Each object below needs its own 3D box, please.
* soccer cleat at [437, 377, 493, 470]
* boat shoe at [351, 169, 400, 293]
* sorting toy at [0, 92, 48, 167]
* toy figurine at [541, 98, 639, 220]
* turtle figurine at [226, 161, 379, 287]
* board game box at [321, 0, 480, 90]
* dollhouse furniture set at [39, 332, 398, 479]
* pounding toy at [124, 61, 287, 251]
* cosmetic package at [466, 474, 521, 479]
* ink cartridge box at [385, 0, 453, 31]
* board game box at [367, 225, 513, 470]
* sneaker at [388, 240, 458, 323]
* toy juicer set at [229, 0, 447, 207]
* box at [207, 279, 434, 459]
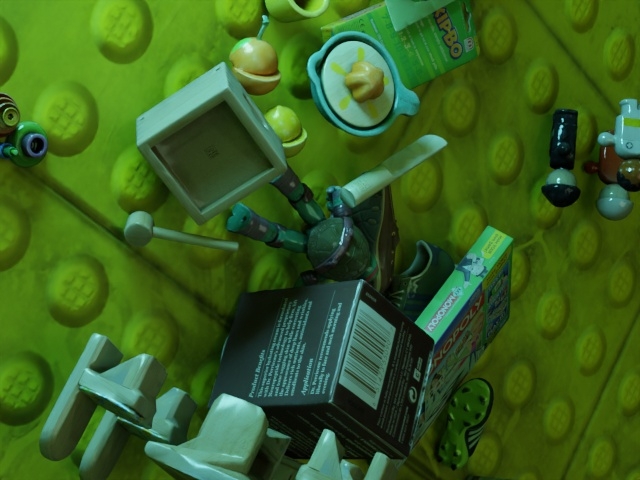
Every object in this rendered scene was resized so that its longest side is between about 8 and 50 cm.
[{"bbox_3d":[0.216,0.259,2.078,0.072,0.060,0.179,-37,151,-46],"label":"soccer cleat"},{"bbox_3d":[0.073,-0.011,1.925,0.060,0.064,0.178,-16,115,-45],"label":"boat shoe"},{"bbox_3d":[-0.328,-0.114,1.545,0.102,0.042,0.061,45,68,-38],"label":"sorting toy"},{"bbox_3d":[0.461,-0.115,2.159,0.213,0.209,0.148,14,77,-42],"label":"toy figurine"},{"bbox_3d":[0.000,0.000,1.826,0.234,0.118,0.175,38,67,-32],"label":"turtle figurine"},{"bbox_3d":[0.114,-0.268,1.931,0.259,0.039,0.124,-27,113,-34],"label":"board game box"},{"bbox_3d":[-0.108,0.336,1.631,0.257,0.362,0.394,-64,161,-16],"label":"dollhouse furniture set"},{"bbox_3d":[-0.146,-0.074,1.678,0.206,0.094,0.181,-32,117,10],"label":"pounding toy"},{"bbox_3d":[0.279,0.481,2.161,0.127,0.107,0.238,-56,134,-38],"label":"cosmetic package"},{"bbox_3d":[0.129,-0.417,1.885,0.171,0.056,0.235,-33,107,-35],"label":"ink cartridge box"},{"bbox_3d":[0.166,0.157,1.986,0.317,0.046,0.213,-50,156,-24],"label":"board game box"},{"bbox_3d":[0.116,0.084,1.986,0.086,0.064,0.192,46,71,-22],"label":"sneaker"},{"bbox_3d":[0.027,-0.166,1.767,0.329,0.089,0.209,46,59,-21],"label":"toy juicer set"},{"bbox_3d":[0.003,0.165,1.768,0.167,0.203,0.169,39,56,-40],"label":"box"}]
